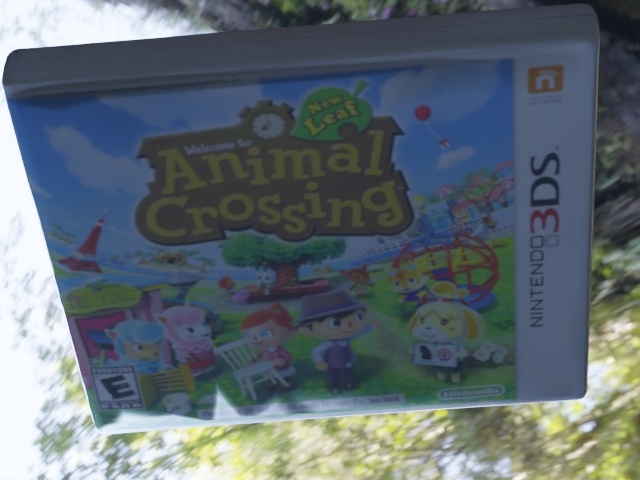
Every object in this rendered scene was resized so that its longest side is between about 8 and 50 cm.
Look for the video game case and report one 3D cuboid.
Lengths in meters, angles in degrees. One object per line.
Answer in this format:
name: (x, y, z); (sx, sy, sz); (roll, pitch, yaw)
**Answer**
video game case: (0.000, 0.000, 0.640); (0.212, 0.193, 0.023); (-4, -138, 3)
